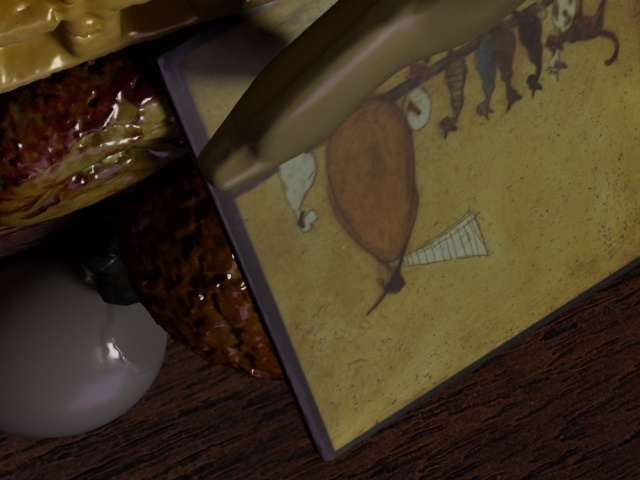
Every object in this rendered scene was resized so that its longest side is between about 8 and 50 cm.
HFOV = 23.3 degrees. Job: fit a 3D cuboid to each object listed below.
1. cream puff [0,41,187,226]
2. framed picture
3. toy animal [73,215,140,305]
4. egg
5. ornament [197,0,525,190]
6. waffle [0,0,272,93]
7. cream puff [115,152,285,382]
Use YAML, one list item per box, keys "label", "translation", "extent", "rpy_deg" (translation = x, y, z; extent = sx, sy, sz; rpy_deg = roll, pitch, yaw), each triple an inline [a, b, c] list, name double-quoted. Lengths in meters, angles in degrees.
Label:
- label: "cream puff"
  translation: [-0.117, -0.066, 0.735]
  extent: [0.149, 0.084, 0.149]
  rpy_deg: [-25, 177, -2]
- label: "framed picture"
  translation: [0.070, -0.040, 0.795]
  extent: [0.255, 0.014, 0.339]
  rpy_deg: [-31, 141, -11]
- label: "toy animal"
  translation: [-0.113, -0.007, 1.383]
  extent: [0.225, 0.094, 0.121]
  rpy_deg: [-29, -169, -29]
- label: "egg"
  translation: [-0.258, 0.099, 1.465]
  extent: [0.232, 0.176, 0.176]
  rpy_deg: [-16, 178, 24]
- label: "ornament"
  translation: [0.062, -0.116, 0.586]
  extent: [0.245, 0.061, 0.230]
  rpy_deg: [-40, 180, -19]
- label: "waffle"
  translation: [-0.085, -0.109, 0.532]
  extent: [0.248, 0.055, 0.221]
  rpy_deg: [-20, 175, -9]
- label: "cream puff"
  translation: [0.000, 0.000, 1.208]
  extent: [0.303, 0.212, 0.303]
  rpy_deg: [-26, 176, -2]
